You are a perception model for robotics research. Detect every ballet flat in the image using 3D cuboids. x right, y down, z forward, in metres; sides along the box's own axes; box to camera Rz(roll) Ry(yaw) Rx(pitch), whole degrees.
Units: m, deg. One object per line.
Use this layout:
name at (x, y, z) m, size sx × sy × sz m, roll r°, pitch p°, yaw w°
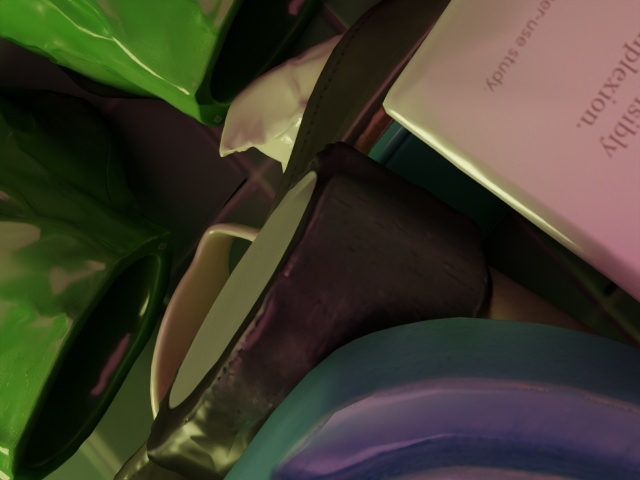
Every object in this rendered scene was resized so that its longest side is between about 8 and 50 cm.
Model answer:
ballet flat at (0.000, 0.000, 0.655) m, size 0.096 × 0.095 × 0.280 m, roll 38°, pitch 108°, yaw 33°

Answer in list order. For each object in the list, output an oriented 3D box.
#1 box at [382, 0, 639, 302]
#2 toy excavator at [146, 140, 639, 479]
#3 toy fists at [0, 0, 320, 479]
box at (0.228, -0.017, 0.482) m, size 0.345 × 0.168 × 0.215 m, roll 38°, pitch 102°, yaw 18°
toy excavator at (-0.027, 0.241, 0.457) m, size 0.222 × 0.445 × 0.433 m, roll 33°, pitch 110°, yaw -8°
toy fists at (-0.099, -0.056, 0.697) m, size 0.142 × 0.096 × 0.279 m, roll 32°, pitch 105°, yaw 15°
